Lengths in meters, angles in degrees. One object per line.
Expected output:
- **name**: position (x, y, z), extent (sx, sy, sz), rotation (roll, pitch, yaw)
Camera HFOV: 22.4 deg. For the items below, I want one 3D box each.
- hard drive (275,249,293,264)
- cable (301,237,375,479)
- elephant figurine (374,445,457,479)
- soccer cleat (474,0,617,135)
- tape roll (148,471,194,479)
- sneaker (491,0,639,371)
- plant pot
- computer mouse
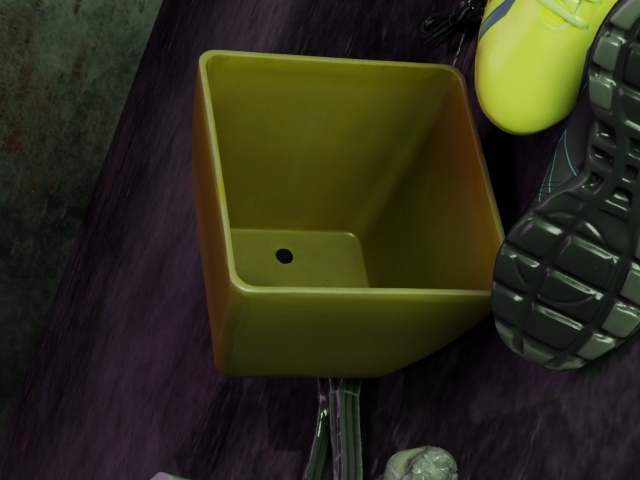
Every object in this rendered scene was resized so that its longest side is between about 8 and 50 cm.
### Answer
- **hard drive**: position (-0.002, -0.014, 1.461), extent (0.135, 0.022, 0.094), rotation (-46, -6, 7)
- **cable**: position (0.028, 0.115, 1.371), extent (0.139, 0.072, 0.287), rotation (-35, 49, 35)
- **elephant figurine**: position (0.046, 0.232, 1.019), extent (0.239, 0.186, 0.169), rotation (-28, 78, 30)
- **soccer cleat**: position (0.187, -0.194, 0.994), extent (0.289, 0.093, 0.121), rotation (-55, 0, 4)
- **tape roll**: position (-0.140, 0.365, 1.504), extent (0.286, 0.100, 0.286), rotation (-162, 90, -72)
- **sneaker**: position (0.187, -0.039, 0.983), extent (0.106, 0.101, 0.267), rotation (-45, -21, -60)
- **plant pot**: position (0.000, 0.000, 1.243), extent (0.187, 0.212, 0.212), rotation (117, 149, -51)
- **computer mouse**: position (0.089, -0.116, 1.386), extent (0.106, 0.042, 0.193), rotation (5, 78, 71)
